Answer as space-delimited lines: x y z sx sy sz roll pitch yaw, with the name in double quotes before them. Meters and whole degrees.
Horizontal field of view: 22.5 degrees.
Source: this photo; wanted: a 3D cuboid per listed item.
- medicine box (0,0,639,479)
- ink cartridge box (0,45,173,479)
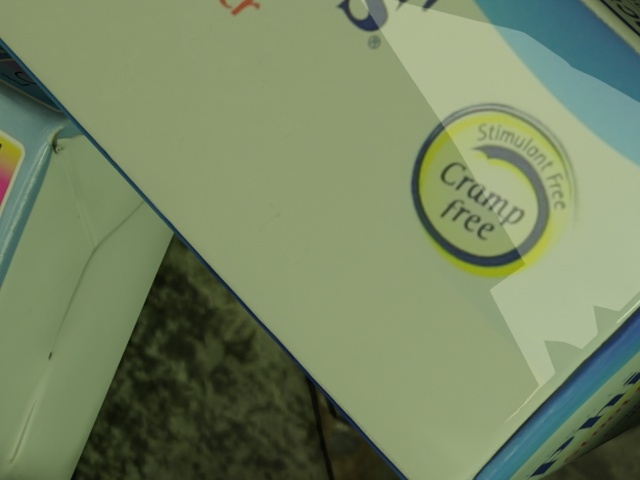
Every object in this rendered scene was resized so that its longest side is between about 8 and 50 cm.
"medicine box" 0.056 -0.063 0.599 0.263 0.289 0.149 46 112 18
"ink cartridge box" -0.287 -0.033 0.865 0.395 0.151 0.270 31 107 24
